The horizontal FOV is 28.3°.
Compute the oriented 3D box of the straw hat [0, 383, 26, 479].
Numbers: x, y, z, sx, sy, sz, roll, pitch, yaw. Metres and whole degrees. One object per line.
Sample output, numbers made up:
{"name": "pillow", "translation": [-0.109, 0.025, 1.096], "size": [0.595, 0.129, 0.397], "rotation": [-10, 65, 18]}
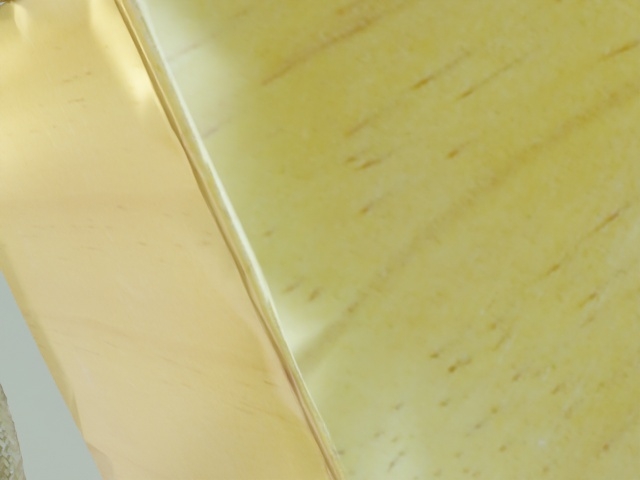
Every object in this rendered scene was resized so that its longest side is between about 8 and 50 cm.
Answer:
{"name": "straw hat", "translation": [-0.148, 0.067, 0.319], "size": [0.144, 0.061, 0.145], "rotation": [25, -138, -25]}

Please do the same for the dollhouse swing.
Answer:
{"name": "dollhouse swing", "translation": [0.024, -0.009, 0.562], "size": [0.347, 0.315, 0.305], "rotation": [66, 167, -11]}
